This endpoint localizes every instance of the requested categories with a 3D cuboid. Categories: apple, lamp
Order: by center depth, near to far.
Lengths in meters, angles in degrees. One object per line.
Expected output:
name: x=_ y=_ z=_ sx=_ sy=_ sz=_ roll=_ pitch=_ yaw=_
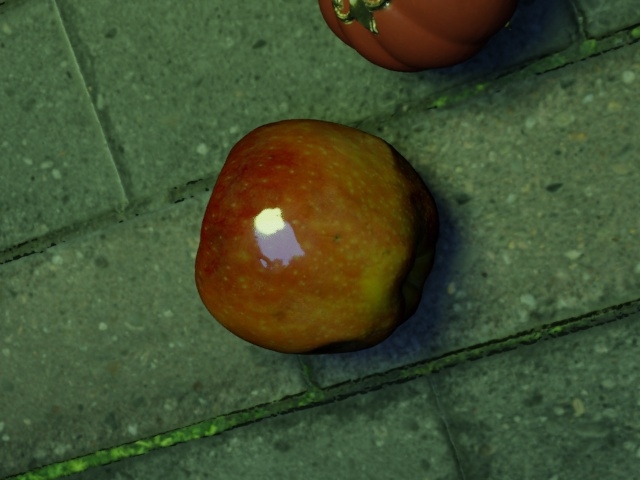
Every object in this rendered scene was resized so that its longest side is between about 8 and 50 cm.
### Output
lamp: x=0.080 y=-0.260 z=0.953 sx=0.227 sy=0.227 sz=0.226 roll=2 pitch=100 yaw=14
apple: x=0.000 y=0.000 z=1.019 sx=0.230 sy=0.230 sz=0.230 roll=2 pitch=100 yaw=14
